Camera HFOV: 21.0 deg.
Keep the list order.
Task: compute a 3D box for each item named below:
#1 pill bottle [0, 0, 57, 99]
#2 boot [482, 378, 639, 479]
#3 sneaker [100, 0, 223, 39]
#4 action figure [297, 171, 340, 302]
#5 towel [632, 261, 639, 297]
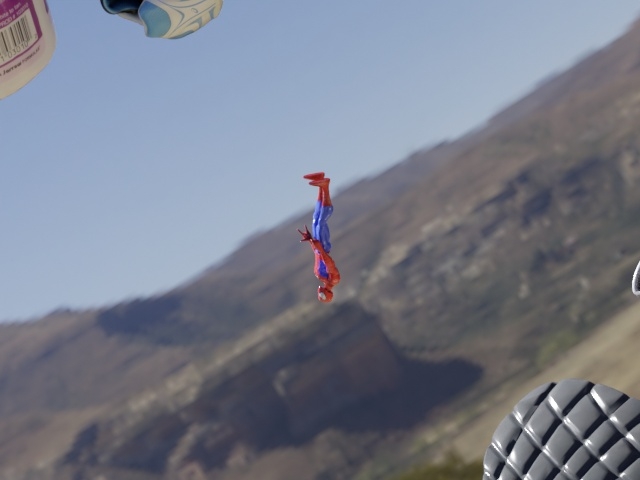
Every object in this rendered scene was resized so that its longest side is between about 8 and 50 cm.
[{"bbox_3d":[-0.345,-0.275,1.501,0.169,0.301,0.169,-7,39,6],"label":"pill bottle"},{"bbox_3d":[0.239,0.232,0.966,0.118,0.338,0.222,-43,-39,-4],"label":"boot"},{"bbox_3d":[-0.171,-0.241,1.514,0.086,0.085,0.237,-22,35,-23],"label":"sneaker"},{"bbox_3d":[0.000,0.000,1.515,0.030,0.115,0.038,-13,18,-15],"label":"action figure"},{"bbox_3d":[0.443,-0.055,1.803,0.317,0.053,0.332,24,-93,-60],"label":"towel"}]
